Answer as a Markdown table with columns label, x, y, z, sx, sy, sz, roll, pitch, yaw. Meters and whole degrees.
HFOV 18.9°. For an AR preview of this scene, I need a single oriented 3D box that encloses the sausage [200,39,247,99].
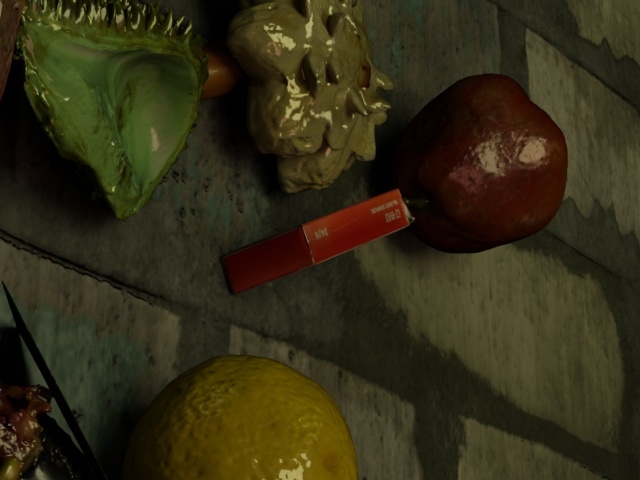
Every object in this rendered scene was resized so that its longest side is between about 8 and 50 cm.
| label | x | y | z | sx | sy | sz | roll | pitch | yaw |
| --- | --- | --- | --- | --- | --- | --- | --- | --- | --- |
| sausage | -0.123 | -0.189 | 2.142 | 0.183 | 0.054 | 0.062 | -20 | 117 | -59 |

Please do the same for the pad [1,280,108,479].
| label | x | y | z | sx | sy | sz | roll | pitch | yaw |
| --- | --- | --- | --- | --- | --- | --- | --- | --- | --- |
| pad | -0.226 | 0.159 | 1.730 | 0.243 | 0.004 | 0.163 | 60 | -12 | 14 |

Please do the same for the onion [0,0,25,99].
| label | x | y | z | sx | sy | sz | roll | pitch | yaw |
| --- | --- | --- | --- | --- | --- | --- | --- | --- | --- |
| onion | -0.375 | -0.199 | 1.570 | 0.354 | 0.354 | 0.353 | 28 | 54 | -46 |

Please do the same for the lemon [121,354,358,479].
| label | x | y | z | sx | sy | sz | roll | pitch | yaw |
| --- | --- | --- | --- | --- | --- | --- | --- | --- | --- |
| lemon | -0.080 | 0.239 | 1.863 | 0.228 | 0.228 | 0.253 | 44 | 43 | -35 |

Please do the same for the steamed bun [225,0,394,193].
| label | x | y | z | sx | sy | sz | roll | pitch | yaw |
| --- | --- | --- | --- | --- | --- | --- | --- | --- | --- |
| steamed bun | -0.003 | -0.211 | 2.207 | 0.292 | 0.137 | 0.295 | 38 | 47 | -59 |

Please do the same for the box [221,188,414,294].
| label | x | y | z | sx | sy | sz | roll | pitch | yaw |
| --- | --- | --- | --- | --- | --- | --- | --- | --- | --- |
| box | 0.000 | -0.001 | 2.173 | 0.229 | 0.123 | 0.050 | -21 | 91 | -57 |

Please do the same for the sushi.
| label | x | y | z | sx | sy | sz | roll | pitch | yaw |
| --- | --- | --- | --- | --- | --- | --- | --- | --- | --- |
| sushi | -0.282 | 0.197 | 1.664 | 0.150 | 0.153 | 0.172 | 45 | 24 | -28 |

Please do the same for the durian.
| label | x | y | z | sx | sy | sz | roll | pitch | yaw |
| --- | --- | --- | --- | --- | --- | --- | --- | --- | --- |
| durian | -0.230 | -0.156 | 1.859 | 0.198 | 0.163 | 0.394 | -65 | 163 | -10 |

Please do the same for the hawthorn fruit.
| label | x | y | z | sx | sy | sz | roll | pitch | yaw |
| --- | --- | --- | --- | --- | --- | --- | --- | --- | --- |
| hawthorn fruit | 0.182 | -0.085 | 2.406 | 0.261 | 0.224 | 0.224 | -30 | 101 | -34 |
